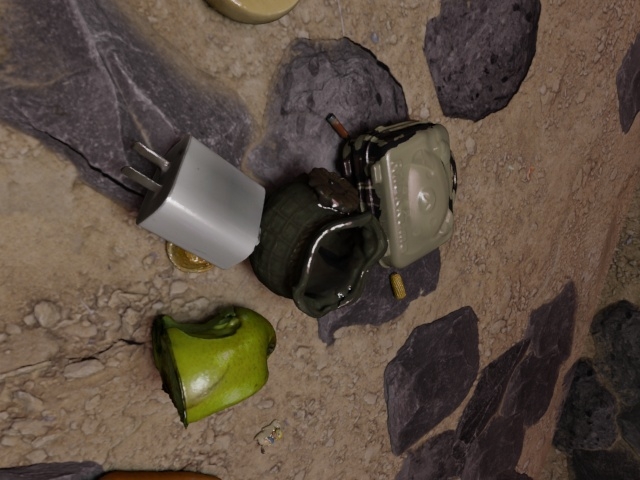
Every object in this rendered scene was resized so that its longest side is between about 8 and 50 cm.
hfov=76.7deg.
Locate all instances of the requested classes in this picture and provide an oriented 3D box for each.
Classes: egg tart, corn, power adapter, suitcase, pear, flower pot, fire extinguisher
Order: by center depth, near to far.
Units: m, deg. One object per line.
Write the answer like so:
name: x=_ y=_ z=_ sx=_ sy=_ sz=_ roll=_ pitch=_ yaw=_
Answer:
power adapter: x=-0.241 y=-0.083 z=0.757 sx=0.255 sy=0.124 sz=0.187 roll=34 pitch=44 yaw=-35
pear: x=-0.199 y=0.232 z=0.841 sx=0.255 sy=0.238 sz=0.164 roll=-6 pitch=101 yaw=-30
egg tart: x=-0.256 y=0.016 z=0.857 sx=0.128 sy=0.049 sz=0.129 roll=-11 pitch=111 yaw=-29
flower pot: x=0.000 y=0.000 z=0.882 sx=0.301 sy=0.213 sz=0.302 roll=-32 pitch=141 yaw=-30
fire extinguisher: x=0.047 y=-0.275 z=0.988 sx=0.083 sy=0.022 sz=0.028 roll=42 pitch=49 yaw=-35
suitcase: x=0.237 y=-0.133 z=1.047 sx=0.339 sy=0.193 sz=0.352 roll=-24 pitch=116 yaw=-33
corn: x=0.234 y=0.138 z=1.223 sx=0.037 sy=0.037 sz=0.092 roll=-29 pitch=116 yaw=-23

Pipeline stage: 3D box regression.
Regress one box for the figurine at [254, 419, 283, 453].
figurine: x=-0.133 y=0.529 z=1.088 sx=0.083 sy=0.050 sz=0.047 roll=-42 pitch=128 yaw=-16

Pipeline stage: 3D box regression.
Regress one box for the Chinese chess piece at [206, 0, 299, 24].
Chinese chess piece: x=-0.134 y=-0.538 z=0.745 sx=0.250 sy=0.097 sz=0.251 roll=-10 pitch=110 yaw=-30

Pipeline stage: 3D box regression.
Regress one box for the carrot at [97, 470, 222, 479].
carrot: x=-0.374 y=0.563 z=0.933 sx=0.335 sy=0.069 sz=0.069 roll=20 pitch=93 yaw=-39
